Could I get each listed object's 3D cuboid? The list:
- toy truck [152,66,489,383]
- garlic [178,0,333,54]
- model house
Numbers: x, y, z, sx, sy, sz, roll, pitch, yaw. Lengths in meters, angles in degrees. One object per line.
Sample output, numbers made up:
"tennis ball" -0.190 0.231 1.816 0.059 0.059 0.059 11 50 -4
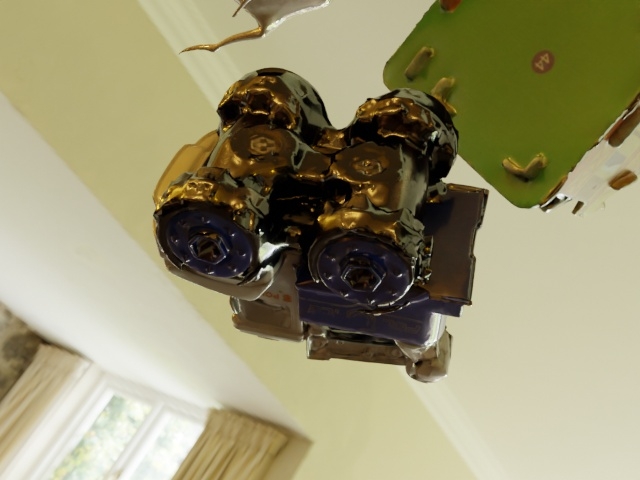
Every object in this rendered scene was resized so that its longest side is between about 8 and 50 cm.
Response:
"toy truck" 0.000 0.000 0.558 0.213 0.161 0.177 10 -46 11
"garlic" -0.059 -0.361 0.790 0.245 0.231 0.340 -6 -77 2
"model house" 0.301 -0.213 0.857 0.242 0.358 0.312 46 22 28
